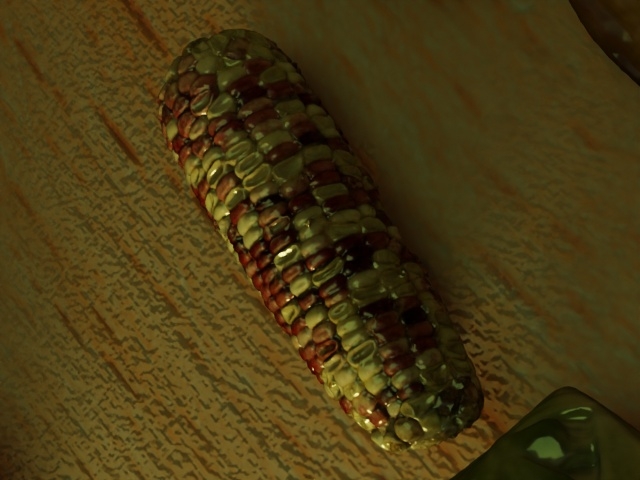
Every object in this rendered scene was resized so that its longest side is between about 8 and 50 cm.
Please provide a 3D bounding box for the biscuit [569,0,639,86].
[{"bbox_3d":[0.255,-0.185,0.757,0.318,0.040,0.318,10,115,21],"label":"biscuit"}]

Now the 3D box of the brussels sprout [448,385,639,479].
[{"bbox_3d":[0.109,0.213,0.769,0.210,0.219,0.271,25,77,13],"label":"brussels sprout"}]

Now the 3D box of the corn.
[{"bbox_3d":[0.000,0.000,0.924,0.098,0.098,0.290,-41,69,19],"label":"corn"}]
